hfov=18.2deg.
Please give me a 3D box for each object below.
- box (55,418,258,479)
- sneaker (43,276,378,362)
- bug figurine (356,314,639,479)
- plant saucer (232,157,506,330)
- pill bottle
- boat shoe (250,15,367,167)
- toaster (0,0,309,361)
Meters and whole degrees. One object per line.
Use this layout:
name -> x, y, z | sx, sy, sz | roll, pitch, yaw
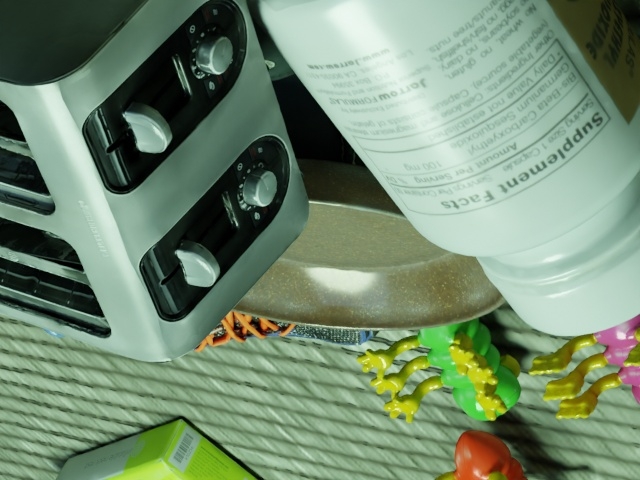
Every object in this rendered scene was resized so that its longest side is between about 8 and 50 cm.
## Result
box -> -0.117, 0.191, 1.446 | 0.109, 0.042, 0.178 | 41, 144, -21
sneaker -> -0.071, 0.037, 1.155 | 0.221, 0.087, 0.083 | 7, 144, 19
bug figurine -> 0.155, 0.111, 1.122 | 0.279, 0.072, 0.216 | -3, 129, 42
plant saucer -> 0.000, 0.000, 1.020 | 0.198, 0.036, 0.198 | 6, 161, 2
pill bottle -> 0.075, -0.068, 0.875 | 0.131, 0.131, 0.229 | -7, 135, 40
boat shoe -> -0.069, -0.123, 0.913 | 0.127, 0.113, 0.340 | 4, 141, 29
toaster -> -0.115, -0.055, 0.834 | 0.185, 0.110, 0.168 | 17, 143, 29
